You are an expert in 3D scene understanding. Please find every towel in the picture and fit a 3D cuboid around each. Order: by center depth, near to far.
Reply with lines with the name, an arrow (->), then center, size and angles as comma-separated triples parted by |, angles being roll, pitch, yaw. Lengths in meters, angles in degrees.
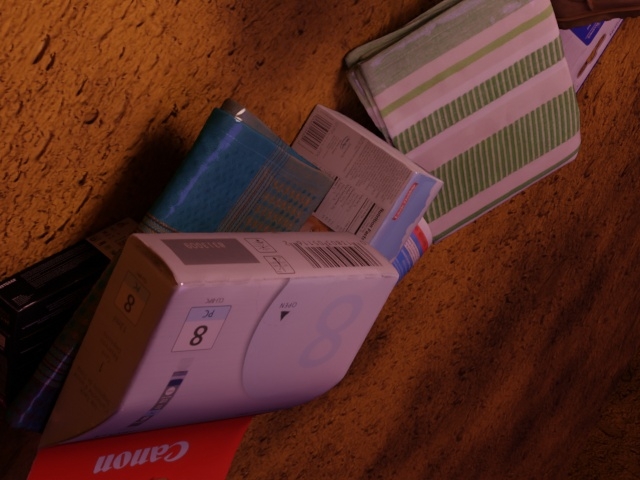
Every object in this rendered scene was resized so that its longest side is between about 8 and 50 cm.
towel -> -0.145, 0.046, 1.384 | 0.370, 0.040, 0.271 | -53, 157, 0
towel -> 0.183, -0.158, 1.625 | 0.248, 0.038, 0.325 | -30, 136, -2

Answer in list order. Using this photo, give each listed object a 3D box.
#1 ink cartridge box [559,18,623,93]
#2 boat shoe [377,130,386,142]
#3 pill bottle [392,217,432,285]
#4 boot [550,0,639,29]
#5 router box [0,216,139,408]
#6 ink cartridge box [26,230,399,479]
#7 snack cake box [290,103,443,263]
ink cartridge box -> 0.302, -0.291, 1.819 | 0.176, 0.069, 0.371 | -58, 153, 8
boat shoe -> 0.157, -0.155, 1.687 | 0.178, 0.060, 0.064 | -35, 159, 0
pill bottle -> 0.024, 0.040, 1.684 | 0.221, 0.124, 0.124 | -48, 156, -14
boot -> 0.308, -0.348, 1.522 | 0.236, 0.089, 0.269 | -18, 147, 21
router box -> -0.243, 0.069, 1.330 | 0.179, 0.046, 0.133 | -30, 147, -43
ink cartridge box -> -0.121, 0.168, 1.373 | 0.308, 0.091, 0.385 | -2, 124, -49
snack cake box -> 0.000, 0.000, 1.551 | 0.264, 0.152, 0.089 | -57, 156, 9
